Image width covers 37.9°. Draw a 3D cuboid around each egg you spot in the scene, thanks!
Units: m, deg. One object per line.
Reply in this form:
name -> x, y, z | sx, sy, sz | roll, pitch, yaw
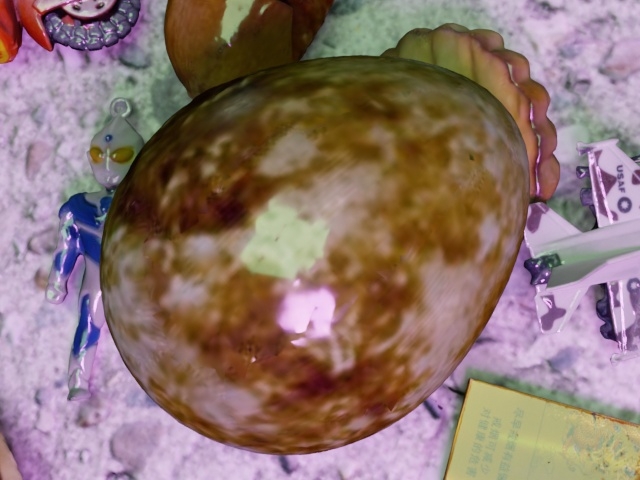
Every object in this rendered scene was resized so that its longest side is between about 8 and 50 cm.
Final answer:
egg -> 0.000, 0.000, 0.594 | 0.289, 0.238, 0.238 | -40, 80, -2

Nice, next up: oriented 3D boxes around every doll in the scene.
doll -> -0.157, 0.004, 0.703 | 0.113, 0.057, 0.228 | -5, 83, 9

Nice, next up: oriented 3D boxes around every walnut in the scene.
walnut -> -0.045, -0.192, 0.699 | 0.115, 0.116, 0.207 | 19, 77, 8

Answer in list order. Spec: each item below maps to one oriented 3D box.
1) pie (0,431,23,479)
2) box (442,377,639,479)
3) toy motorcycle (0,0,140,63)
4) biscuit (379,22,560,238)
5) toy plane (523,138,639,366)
pie -> -0.362, 0.231, 0.680 | 0.338, 0.077, 0.339 | -1, 84, 10
box -> 0.171, 0.160, 0.663 | 0.156, 0.022, 0.089 | 13, 84, 7
toy motorcycle -> -0.277, -0.247, 0.732 | 0.171, 0.089, 0.298 | -38, 80, -8
biscuit -> 0.121, -0.081, 0.680 | 0.118, 0.061, 0.183 | -31, 77, 43
toy plane -> 0.235, -0.001, 0.653 | 0.234, 0.082, 0.160 | -15, 100, -19
